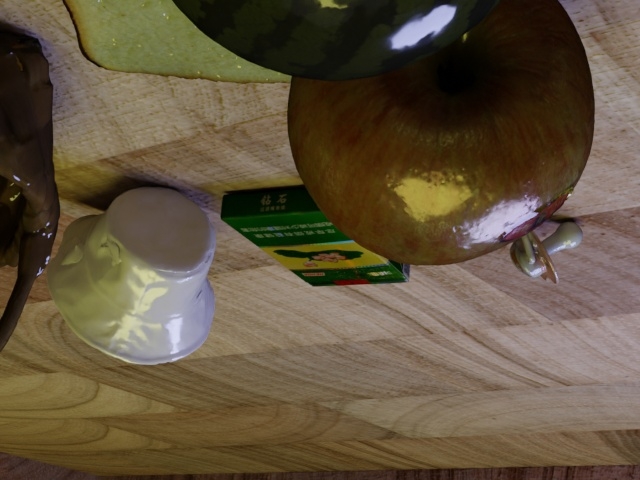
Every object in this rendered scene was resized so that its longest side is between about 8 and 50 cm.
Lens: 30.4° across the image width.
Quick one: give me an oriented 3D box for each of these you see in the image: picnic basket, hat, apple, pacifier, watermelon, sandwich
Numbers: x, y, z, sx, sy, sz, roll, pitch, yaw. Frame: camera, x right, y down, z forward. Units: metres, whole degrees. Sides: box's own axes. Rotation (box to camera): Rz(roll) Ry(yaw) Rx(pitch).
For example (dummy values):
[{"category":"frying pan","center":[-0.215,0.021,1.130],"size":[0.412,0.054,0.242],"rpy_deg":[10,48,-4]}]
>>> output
[{"category":"picnic basket","center":[-0.376,-0.007,1.005],"size":[0.293,0.337,0.337],"rpy_deg":[12,159,-15]},{"category":"hat","center":[-0.185,0.022,1.274],"size":[0.203,0.203,0.126],"rpy_deg":[14,140,-22]},{"category":"apple","center":[0.081,-0.088,0.809],"size":[0.211,0.211,0.188],"rpy_deg":[4,160,4]},{"category":"pacifier","center":[0.238,0.002,1.240],"size":[0.078,0.081,0.099],"rpy_deg":[-27,-175,0]},{"category":"watermelon","center":[0.011,-0.180,0.573],"size":[0.212,0.212,0.212],"rpy_deg":[5,160,2]},{"category":"sandwich","center":[-0.091,-0.182,0.804],"size":[0.186,0.065,0.214],"rpy_deg":[4,161,7]}]

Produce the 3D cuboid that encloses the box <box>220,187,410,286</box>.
[{"category":"box","center":[0.000,0.000,1.326],"size":[0.132,0.034,0.235],"rpy_deg":[-4,158,25]}]
